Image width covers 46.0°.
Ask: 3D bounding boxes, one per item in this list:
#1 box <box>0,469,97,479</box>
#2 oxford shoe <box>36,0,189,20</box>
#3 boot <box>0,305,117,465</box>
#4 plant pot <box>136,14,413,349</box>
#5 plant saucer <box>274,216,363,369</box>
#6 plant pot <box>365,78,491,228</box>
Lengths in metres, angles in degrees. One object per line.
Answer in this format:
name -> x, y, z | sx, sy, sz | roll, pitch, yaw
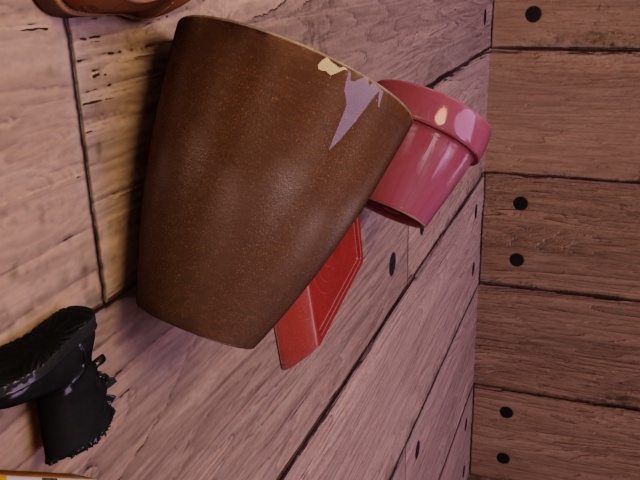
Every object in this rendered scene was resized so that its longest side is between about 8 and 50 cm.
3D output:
box -> -0.206, 0.206, 0.532 | 0.136, 0.028, 0.081 | 51, 48, -66
oxford shoe -> -0.122, -0.205, 0.576 | 0.212, 0.076, 0.076 | -53, 142, -58
boot -> -0.190, 0.112, 0.528 | 0.121, 0.045, 0.099 | -47, 141, -61
plant pot -> -0.063, -0.034, 0.643 | 0.230, 0.215, 0.215 | -68, 159, -2
plant saucer -> 0.000, 0.000, 1.011 | 0.259, 0.047, 0.258 | -57, 147, -50
plant pot -> 0.140, -0.125, 1.177 | 0.180, 0.201, 0.201 | -66, 158, -5
